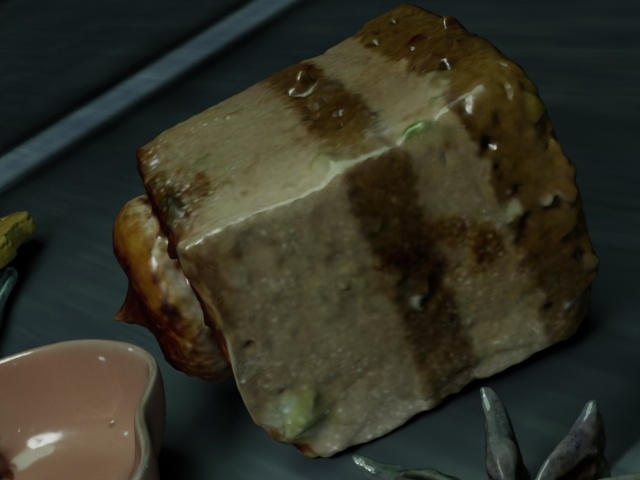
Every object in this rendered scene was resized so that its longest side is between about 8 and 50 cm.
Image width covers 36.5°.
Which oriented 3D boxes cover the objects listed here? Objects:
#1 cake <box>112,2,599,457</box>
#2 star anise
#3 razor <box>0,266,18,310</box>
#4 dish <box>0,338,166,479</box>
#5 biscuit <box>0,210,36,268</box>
[{"bbox_3d":[0.000,0.000,0.627,0.293,0.196,0.198,-26,33,-4],"label":"cake"},{"bbox_3d":[0.095,0.155,0.459,0.205,0.061,0.180,-5,37,29],"label":"star anise"},{"bbox_3d":[-0.299,0.075,0.863,0.036,0.084,0.211,-35,21,5],"label":"razor"},{"bbox_3d":[-0.178,0.162,0.613,0.213,0.090,0.213,-15,33,10],"label":"dish"},{"bbox_3d":[-0.397,0.034,0.980,0.226,0.036,0.166,-23,22,14],"label":"biscuit"}]
